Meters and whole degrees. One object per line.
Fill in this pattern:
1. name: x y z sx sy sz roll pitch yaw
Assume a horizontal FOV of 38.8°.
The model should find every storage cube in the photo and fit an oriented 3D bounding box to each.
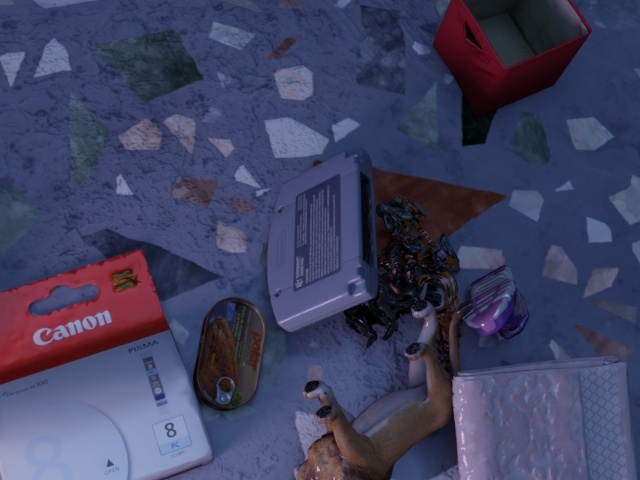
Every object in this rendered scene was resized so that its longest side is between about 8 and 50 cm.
1. storage cube: 0.345 -0.374 1.681 0.215 0.193 0.183 -25 75 -13

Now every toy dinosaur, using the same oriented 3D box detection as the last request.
1. toy dinosaur: 0.160 0.082 1.531 0.219 0.164 0.322 -15 56 -27

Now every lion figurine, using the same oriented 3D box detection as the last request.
1. lion figurine: 0.111 0.278 1.408 0.392 0.142 0.240 -31 117 -8

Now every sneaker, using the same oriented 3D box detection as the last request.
1. sneaker: 0.301 0.119 1.504 0.095 0.236 0.104 -30 93 18

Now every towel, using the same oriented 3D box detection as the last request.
1. towel: 0.361 0.356 1.425 0.317 0.053 0.331 -4 88 -20

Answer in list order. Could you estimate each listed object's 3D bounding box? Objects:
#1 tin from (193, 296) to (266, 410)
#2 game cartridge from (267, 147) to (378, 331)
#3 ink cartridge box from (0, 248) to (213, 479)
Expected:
1. tin: -0.148 0.187 1.493 0.106 0.040 0.189 16 63 -15
2. game cartridge: 0.000 0.000 1.501 0.062 0.198 0.297 33 43 -36
3. ink cartridge box: -0.373 0.218 1.446 0.308 0.091 0.384 -18 75 -12
